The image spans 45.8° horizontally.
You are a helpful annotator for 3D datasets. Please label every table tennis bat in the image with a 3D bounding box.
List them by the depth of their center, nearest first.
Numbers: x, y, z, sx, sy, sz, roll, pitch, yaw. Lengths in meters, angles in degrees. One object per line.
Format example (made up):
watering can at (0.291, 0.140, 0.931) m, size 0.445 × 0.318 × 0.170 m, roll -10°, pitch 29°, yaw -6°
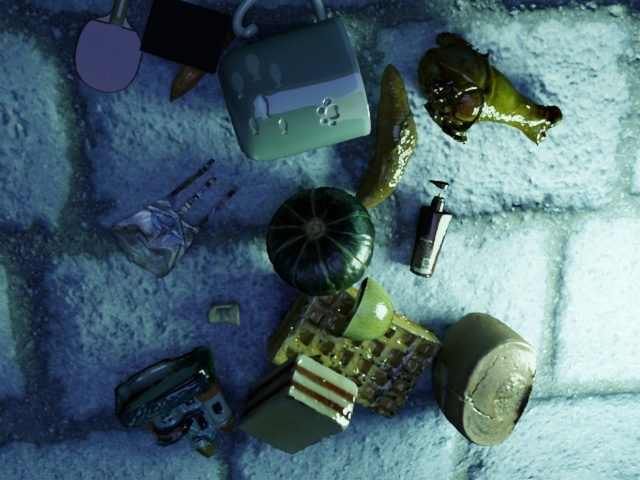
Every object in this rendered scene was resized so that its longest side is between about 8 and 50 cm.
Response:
table tennis bat at (-0.444, -0.438, 1.623) m, size 0.138 × 0.022 × 0.246 m, roll 17°, pitch 107°, yaw -15°

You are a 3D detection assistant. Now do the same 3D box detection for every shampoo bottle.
shampoo bottle at (0.268, -0.029, 1.842) m, size 0.068 × 0.067 × 0.236 m, roll 6°, pitch 107°, yaw -21°

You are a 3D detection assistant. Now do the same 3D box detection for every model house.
model house at (-0.325, 0.435, 1.854) m, size 0.253 × 0.184 × 0.291 m, roll -28°, pitch 115°, yaw -3°

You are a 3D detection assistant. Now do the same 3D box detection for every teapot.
teapot at (-0.237, 0.178, 1.839) m, size 0.083 × 0.057 × 0.067 m, roll -3°, pitch 135°, yaw 0°

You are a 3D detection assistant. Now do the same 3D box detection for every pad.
pad at (-0.286, -0.437, 1.597) m, size 0.190 × 0.004 × 0.127 m, roll 21°, pitch 98°, yaw 15°

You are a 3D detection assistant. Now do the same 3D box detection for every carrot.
carrot at (-0.272, -0.385, 1.645) m, size 0.072 × 0.072 × 0.205 m, roll 36°, pitch 106°, yaw -18°

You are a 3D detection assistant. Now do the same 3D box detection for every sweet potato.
sweet potato at (0.165, -0.227, 1.745) m, size 0.114 × 0.092 × 0.341 m, roll 13°, pitch 106°, yaw 5°

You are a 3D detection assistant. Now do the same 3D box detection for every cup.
cup at (-0.076, -0.355, 1.589) m, size 0.274 × 0.259 × 0.356 m, roll -18°, pitch 97°, yaw -2°

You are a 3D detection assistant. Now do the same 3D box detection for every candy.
candy at (-0.059, 0.395, 1.815) m, size 0.179 × 0.135 × 0.321 m, roll 28°, pitch 144°, yaw -13°

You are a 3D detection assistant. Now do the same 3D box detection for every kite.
kite at (-0.327, -0.046, 1.773) m, size 0.310 × 0.015 × 0.169 m, roll -36°, pitch 110°, yaw 7°

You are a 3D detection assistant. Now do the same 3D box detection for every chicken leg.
chicken leg at (0.373, -0.305, 1.726) m, size 0.361 × 0.140 × 0.211 m, roll 33°, pitch 92°, yaw -14°

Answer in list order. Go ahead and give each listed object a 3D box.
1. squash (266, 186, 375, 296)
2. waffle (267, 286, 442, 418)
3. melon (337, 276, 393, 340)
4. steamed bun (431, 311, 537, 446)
squash at (0.000, 0.000, 1.725) m, size 0.252 × 0.165 × 0.252 m, roll -4°, pitch 70°, yaw 12°
waffle at (0.088, 0.258, 1.888) m, size 0.376 × 0.114 × 0.261 m, roll 29°, pitch 99°, yaw -15°
melon at (0.116, 0.178, 1.769) m, size 0.128 × 0.079 × 0.160 m, roll 22°, pitch 100°, yaw -13°
steamed bun at (0.374, 0.341, 1.870) m, size 0.199 × 0.251 × 0.301 m, roll 5°, pitch 108°, yaw -25°
